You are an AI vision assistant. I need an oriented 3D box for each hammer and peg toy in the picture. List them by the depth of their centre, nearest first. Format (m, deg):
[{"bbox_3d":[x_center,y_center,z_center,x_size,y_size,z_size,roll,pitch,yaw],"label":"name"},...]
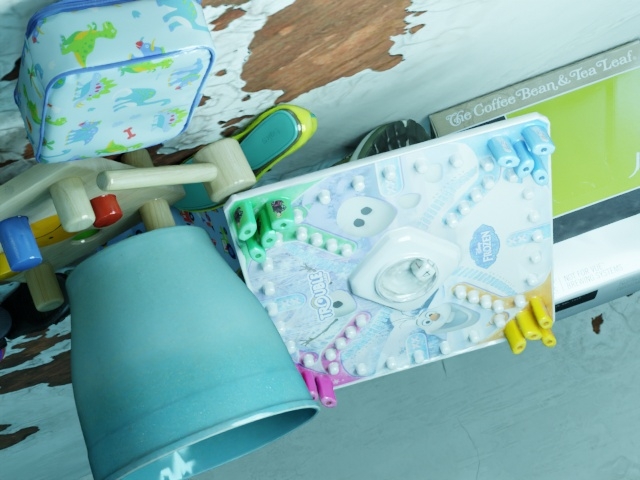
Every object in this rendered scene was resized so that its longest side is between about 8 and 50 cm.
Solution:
[{"bbox_3d":[-0.276,-0.047,1.402,0.361,0.127,0.266,-28,164,19],"label":"hammer and peg toy"}]

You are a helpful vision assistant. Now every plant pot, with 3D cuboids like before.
[{"bbox_3d":[-0.173,0.131,1.424,0.271,0.255,0.272,-22,166,-6],"label":"plant pot"}]

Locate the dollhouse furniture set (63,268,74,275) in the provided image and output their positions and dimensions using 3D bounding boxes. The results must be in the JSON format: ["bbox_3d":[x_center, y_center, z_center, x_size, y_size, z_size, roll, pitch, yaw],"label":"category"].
[{"bbox_3d":[-0.221,0.103,1.906,0.197,0.151,0.301,-10,175,34],"label":"dollhouse furniture set"}]

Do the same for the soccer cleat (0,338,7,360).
[{"bbox_3d":[-0.564,0.225,1.981,0.108,0.116,0.318,-12,174,-28],"label":"soccer cleat"}]

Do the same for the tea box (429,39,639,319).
[{"bbox_3d":[0.366,-0.067,1.798,0.329,0.324,0.220,-19,166,2],"label":"tea box"}]

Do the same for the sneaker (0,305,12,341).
[{"bbox_3d":[-0.528,0.114,1.776,0.098,0.083,0.223,-36,159,35],"label":"sneaker"}]

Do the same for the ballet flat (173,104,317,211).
[{"bbox_3d":[-0.095,-0.104,1.561,0.231,0.077,0.077,-30,180,29],"label":"ballet flat"}]

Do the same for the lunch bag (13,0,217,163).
[{"bbox_3d":[-0.194,-0.155,1.168,0.176,0.090,0.219,-14,165,-20],"label":"lunch bag"}]

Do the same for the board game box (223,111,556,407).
[{"bbox_3d":[0.109,0.048,1.526,0.390,0.050,0.390,-16,136,-3],"label":"board game box"}]

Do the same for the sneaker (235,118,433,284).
[{"bbox_3d":[0.000,0.000,1.710,0.410,0.158,0.182,-44,-164,-28],"label":"sneaker"}]

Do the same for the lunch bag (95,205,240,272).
[{"bbox_3d":[-0.163,0.048,1.727,0.138,0.221,0.293,-26,165,26],"label":"lunch bag"}]

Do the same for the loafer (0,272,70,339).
[{"bbox_3d":[-0.419,0.092,1.869,0.078,0.080,0.220,-14,175,-40],"label":"loafer"}]
